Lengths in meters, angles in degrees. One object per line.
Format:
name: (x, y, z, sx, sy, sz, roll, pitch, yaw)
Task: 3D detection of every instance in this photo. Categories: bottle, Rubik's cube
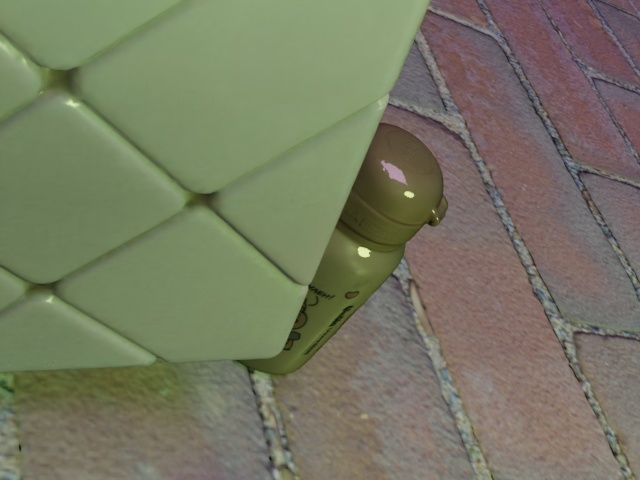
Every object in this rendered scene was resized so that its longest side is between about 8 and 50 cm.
bottle: (0.000, 0.000, 0.679, 0.110, 0.209, 0.097, 39, 35, -1)
Rubik's cube: (-0.161, -0.136, 0.529, 0.321, 0.319, 0.316, -1, 50, -21)
